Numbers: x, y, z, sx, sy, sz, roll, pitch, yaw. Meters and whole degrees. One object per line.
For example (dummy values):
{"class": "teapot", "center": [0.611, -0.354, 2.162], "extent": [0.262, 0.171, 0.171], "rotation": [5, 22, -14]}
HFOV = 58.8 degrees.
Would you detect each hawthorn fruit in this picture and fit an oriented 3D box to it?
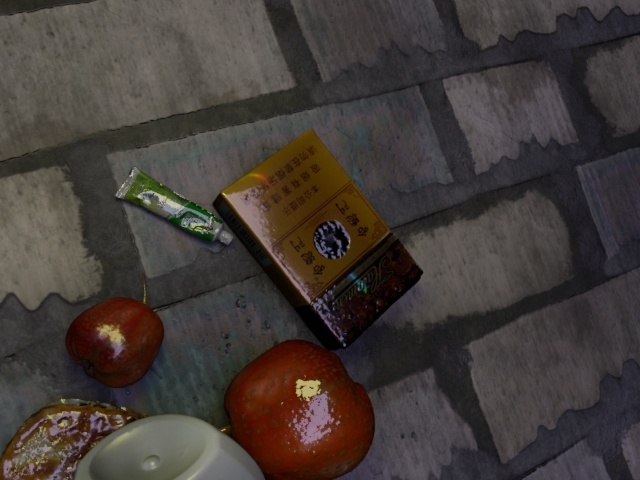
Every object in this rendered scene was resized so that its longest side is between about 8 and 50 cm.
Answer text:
{"class": "hawthorn fruit", "center": [-0.359, 0.166, 1.059], "extent": [0.163, 0.162, 0.203], "rotation": [47, 53, -7]}
{"class": "hawthorn fruit", "center": [-0.058, 0.328, 1.072], "extent": [0.299, 0.275, 0.276], "rotation": [-13, 85, -10]}

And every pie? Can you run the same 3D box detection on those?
{"class": "pie", "center": [-0.427, 0.419, 1.006], "extent": [0.308, 0.085, 0.309], "rotation": [5, 77, -21]}

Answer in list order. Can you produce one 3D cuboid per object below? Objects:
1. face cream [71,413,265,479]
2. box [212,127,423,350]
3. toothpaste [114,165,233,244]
{"class": "face cream", "center": [-0.233, 0.463, 0.919], "extent": [0.312, 0.219, 0.357], "rotation": [-11, 121, -6]}
{"class": "box", "center": [0.000, 0.001, 1.233], "extent": [0.264, 0.115, 0.415], "rotation": [-39, 94, -24]}
{"class": "toothpaste", "center": [-0.293, -0.061, 1.172], "extent": [0.247, 0.047, 0.078], "rotation": [31, 69, -11]}
